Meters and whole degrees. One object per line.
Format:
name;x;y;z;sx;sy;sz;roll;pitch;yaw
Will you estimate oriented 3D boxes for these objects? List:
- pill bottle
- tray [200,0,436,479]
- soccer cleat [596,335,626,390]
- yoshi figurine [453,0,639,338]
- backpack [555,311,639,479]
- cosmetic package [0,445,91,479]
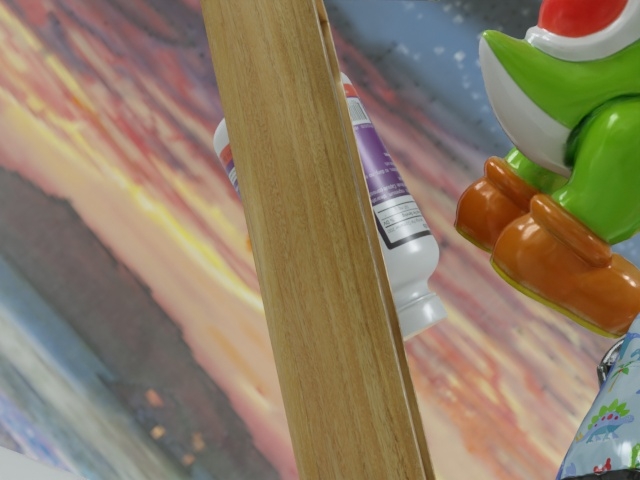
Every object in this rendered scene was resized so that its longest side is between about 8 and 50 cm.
pill bottle;0.018;-0.026;1.529;0.323;0.181;0.181;63;-18;7
tray;0.000;0.000;0.853;0.203;0.076;0.411;63;14;-73
soccer cleat;0.307;0.178;0.945;0.121;0.093;0.289;41;11;-46
yoshi figurine;0.241;-0.122;0.813;0.203;0.362;0.203;32;15;23
backpack;0.148;0.072;0.441;0.105;0.114;0.084;42;-35;-18
cosmetic package;-0.296;0.358;1.370;0.385;0.217;0.156;18;4;2
